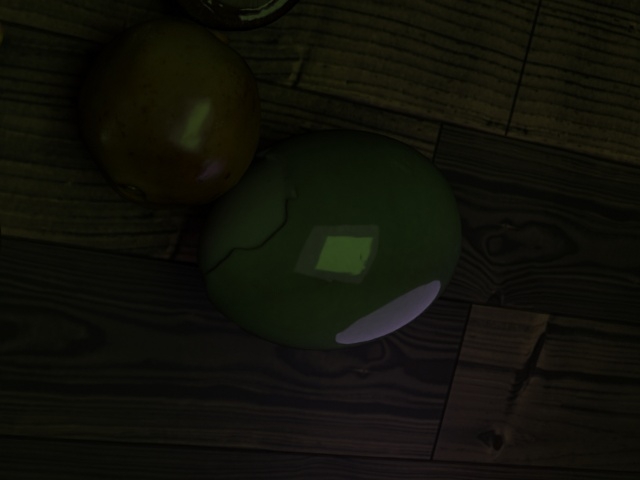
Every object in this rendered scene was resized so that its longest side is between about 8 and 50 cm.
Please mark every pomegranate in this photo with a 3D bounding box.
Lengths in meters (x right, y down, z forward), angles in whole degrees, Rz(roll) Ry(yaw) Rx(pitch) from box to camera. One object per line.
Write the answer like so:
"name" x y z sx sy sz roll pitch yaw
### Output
"pomegranate" -0.177 -0.146 1.813 0.233 0.233 0.233 -10 109 -32

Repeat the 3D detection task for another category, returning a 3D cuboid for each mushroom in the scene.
"mushroom" -0.105 -0.361 1.861 0.231 0.138 0.194 -17 126 -17

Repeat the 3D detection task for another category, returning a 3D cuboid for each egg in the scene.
"egg" 0.000 0.000 1.937 0.336 0.278 0.278 -6 107 -33

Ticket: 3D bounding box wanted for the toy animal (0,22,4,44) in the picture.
"toy animal" -0.389 -0.236 1.724 0.091 0.082 0.114 -6 106 -34
